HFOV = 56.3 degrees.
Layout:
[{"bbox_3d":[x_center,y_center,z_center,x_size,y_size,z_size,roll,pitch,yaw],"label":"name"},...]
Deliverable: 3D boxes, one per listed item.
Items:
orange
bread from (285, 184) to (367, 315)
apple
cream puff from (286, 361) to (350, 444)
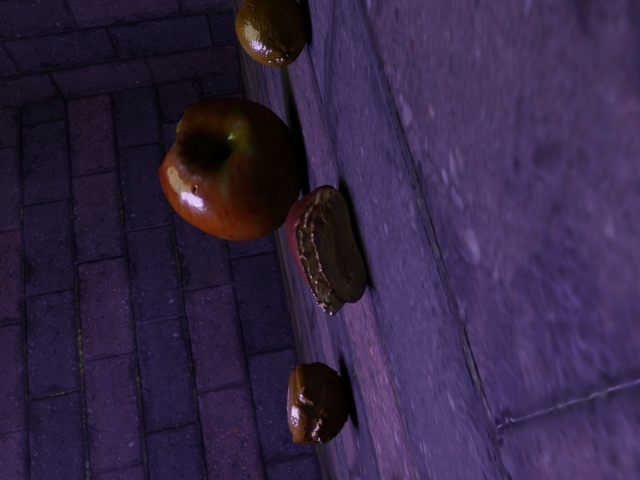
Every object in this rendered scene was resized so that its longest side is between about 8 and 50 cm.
[{"bbox_3d":[-0.056,-0.246,0.700,0.085,0.085,0.095,89,161,-57],"label":"orange"},{"bbox_3d":[-0.001,0.000,0.668,0.192,0.067,0.119,-133,33,-78],"label":"bread"},{"bbox_3d":[-0.152,-0.117,1.053,0.226,0.246,0.246,73,-176,-68],"label":"apple"},{"bbox_3d":[-0.003,0.264,0.976,0.144,0.103,0.126,-141,55,-80],"label":"cream puff"}]
